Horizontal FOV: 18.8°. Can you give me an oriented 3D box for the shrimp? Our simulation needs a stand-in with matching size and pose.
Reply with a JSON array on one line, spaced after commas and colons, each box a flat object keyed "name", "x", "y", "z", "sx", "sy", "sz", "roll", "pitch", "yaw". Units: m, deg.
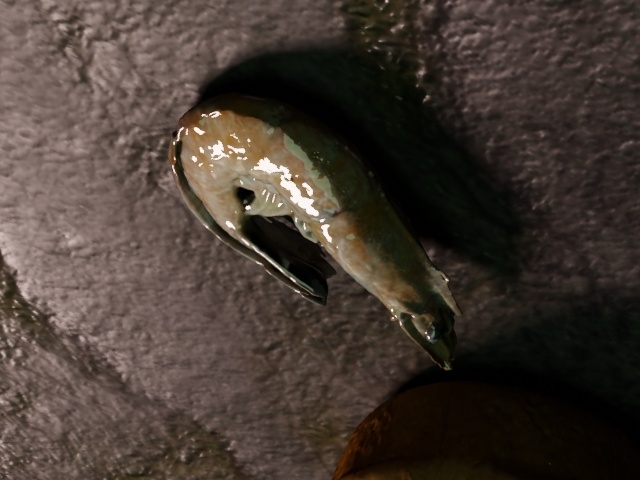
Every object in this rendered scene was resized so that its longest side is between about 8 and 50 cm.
[{"name": "shrimp", "x": 0.000, "y": 0.000, "z": 1.087, "sx": 0.126, "sy": 0.047, "sz": 0.223, "roll": -14, "pitch": 128, "yaw": 40}]

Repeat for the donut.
[{"name": "donut", "x": 0.108, "y": 0.185, "z": 1.222, "sx": 0.227, "sy": 0.114, "sz": 0.226, "roll": 9, "pitch": 141, "yaw": 8}]
